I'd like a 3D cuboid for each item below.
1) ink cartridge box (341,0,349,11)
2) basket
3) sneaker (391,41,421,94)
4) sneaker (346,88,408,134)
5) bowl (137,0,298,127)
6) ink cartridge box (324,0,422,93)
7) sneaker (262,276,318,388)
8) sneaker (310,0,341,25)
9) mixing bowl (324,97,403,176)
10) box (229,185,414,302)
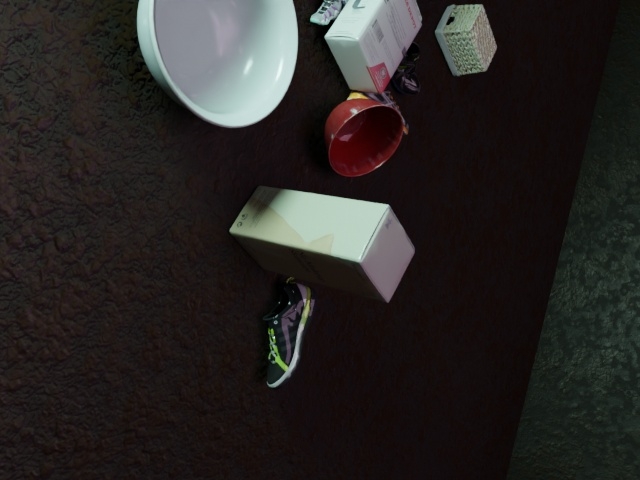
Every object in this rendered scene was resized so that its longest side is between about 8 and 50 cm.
[{"bbox_3d":[0.070,-0.499,1.308,0.063,0.029,0.115,-52,139,-29],"label":"ink cartridge box"},{"bbox_3d":[0.401,-0.548,1.641,0.167,0.103,0.113,48,61,-44],"label":"basket"},{"bbox_3d":[0.207,-0.432,1.452,0.067,0.078,0.188,-52,134,-29],"label":"sneaker"},{"bbox_3d":[0.147,-0.310,1.408,0.215,0.084,0.083,28,72,-49],"label":"sneaker"},{"bbox_3d":[-0.182,-0.330,0.961,0.298,0.134,0.297,-14,109,-49],"label":"bowl"},{"bbox_3d":[0.120,-0.451,1.288,0.217,0.092,0.158,-59,143,-19],"label":"ink cartridge box"},{"bbox_3d":[-0.087,0.191,1.266,0.097,0.084,0.234,23,79,-26],"label":"sneaker"},{"bbox_3d":[0.013,-0.481,1.226,0.098,0.038,0.069,-43,149,-48],"label":"sneaker"},{"bbox_3d":[0.078,-0.238,1.302,0.182,0.098,0.181,-20,140,-17],"label":"mixing bowl"},{"bbox_3d":[0.000,0.000,1.118,0.121,0.311,0.148,-60,137,-22],"label":"box"}]
